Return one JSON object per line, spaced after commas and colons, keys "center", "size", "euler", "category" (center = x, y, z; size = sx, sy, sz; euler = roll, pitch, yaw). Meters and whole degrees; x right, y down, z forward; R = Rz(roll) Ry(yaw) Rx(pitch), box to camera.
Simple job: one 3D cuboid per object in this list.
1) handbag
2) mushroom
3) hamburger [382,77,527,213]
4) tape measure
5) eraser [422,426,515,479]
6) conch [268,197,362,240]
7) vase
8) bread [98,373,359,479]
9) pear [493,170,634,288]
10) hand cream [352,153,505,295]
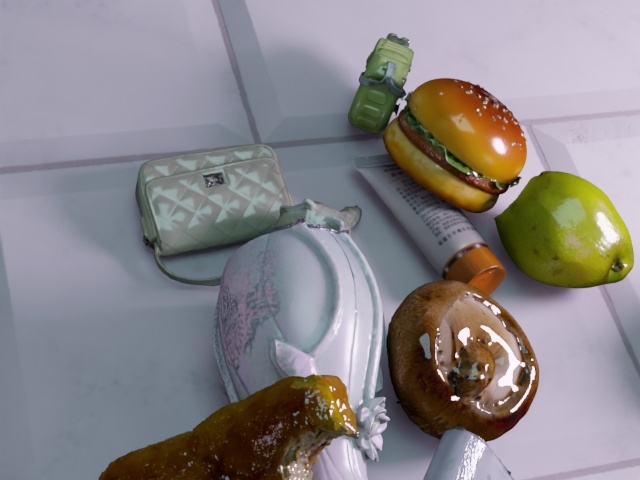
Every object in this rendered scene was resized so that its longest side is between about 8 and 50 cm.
{"center": [-0.157, -0.037, 1.959], "size": [0.256, 0.079, 0.219], "euler": [-12, 64, -19], "category": "handbag"}
{"center": [0.201, 0.176, 1.826], "size": [0.253, 0.153, 0.253], "euler": [21, 54, -31], "category": "mushroom"}
{"center": [0.232, -0.169, 2.039], "size": [0.246, 0.170, 0.246], "euler": [29, 24, -15], "category": "hamburger"}
{"center": [0.104, -0.260, 2.131], "size": [0.087, 0.154, 0.177], "euler": [24, 23, 1], "category": "tape measure"}
{"center": [0.182, 0.393, 1.679], "size": [0.174, 0.081, 0.227], "euler": [53, 48, -27], "category": "eraser"}
{"center": [0.004, 0.006, 1.923], "size": [0.233, 0.114, 0.137], "euler": [5, 89, -42], "category": "conch"}
{"center": [-0.017, 0.212, 1.721], "size": [0.249, 0.250, 0.446], "euler": [-2, 60, -14], "category": "vase"}
{"center": [-0.115, 0.307, 1.554], "size": [0.380, 0.109, 0.185], "euler": [-28, 63, 21], "category": "bread"}
{"center": [0.399, -0.007, 2.004], "size": [0.219, 0.187, 0.187], "euler": [42, 56, 12], "category": "pear"}
{"center": [0.176, -0.039, 2.029], "size": [0.139, 0.089, 0.314], "euler": [-8, 51, -32], "category": "hand cream"}
